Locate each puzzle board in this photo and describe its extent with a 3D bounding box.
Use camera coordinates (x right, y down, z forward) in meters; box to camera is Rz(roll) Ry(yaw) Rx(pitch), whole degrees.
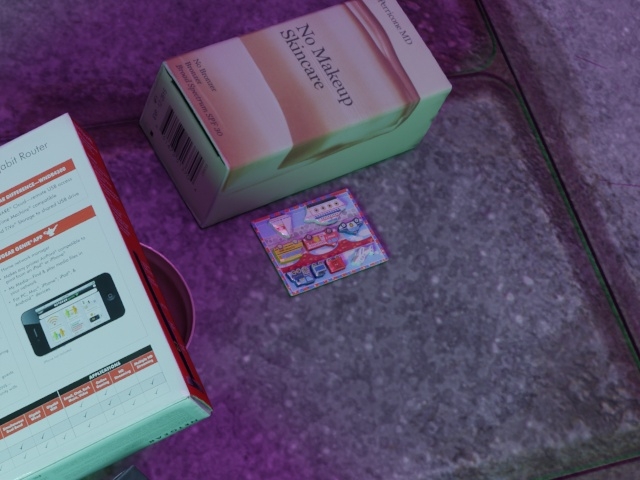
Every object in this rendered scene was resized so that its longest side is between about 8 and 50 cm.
[{"bbox_3d":[0.000,0.000,1.915,0.128,0.011,0.096,-19,70,-29],"label":"puzzle board"}]

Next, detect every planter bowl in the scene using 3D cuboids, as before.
[{"bbox_3d":[-0.211,0.092,1.724,0.162,0.109,0.162,7,59,-12],"label":"planter bowl"}]

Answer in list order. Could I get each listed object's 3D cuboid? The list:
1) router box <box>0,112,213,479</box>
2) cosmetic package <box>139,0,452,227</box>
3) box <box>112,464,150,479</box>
[{"bbox_3d":[-0.309,0.091,1.609,0.335,0.082,0.301,-26,70,3],"label":"router box"},{"bbox_3d":[-0.027,-0.147,1.918,0.296,0.129,0.153,-23,71,-30],"label":"cosmetic package"},{"bbox_3d":[-0.137,0.361,1.566,0.270,0.165,0.143,44,57,7],"label":"box"}]
